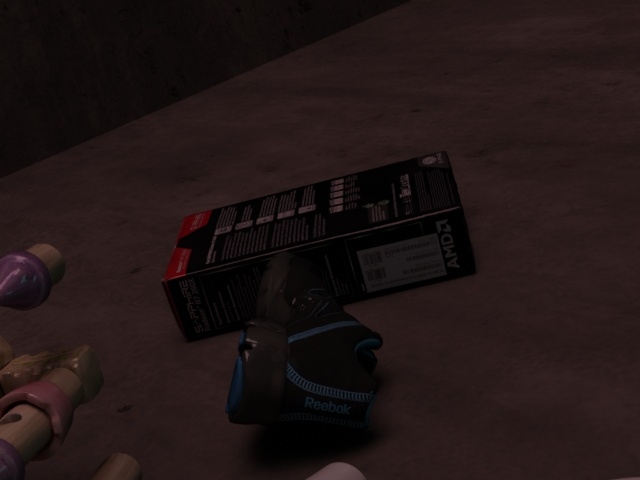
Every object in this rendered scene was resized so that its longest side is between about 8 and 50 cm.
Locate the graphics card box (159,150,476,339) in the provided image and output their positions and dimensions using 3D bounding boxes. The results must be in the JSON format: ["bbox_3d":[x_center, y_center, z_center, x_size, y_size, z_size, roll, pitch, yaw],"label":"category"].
[{"bbox_3d":[0.000,0.000,1.470,0.371,0.094,0.233,-15,20,6],"label":"graphics card box"}]

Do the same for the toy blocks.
[{"bbox_3d":[-0.354,0.165,0.991,0.289,0.308,0.260,-10,15,17],"label":"toy blocks"}]

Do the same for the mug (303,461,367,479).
[{"bbox_3d":[0.003,0.214,0.957,0.078,0.062,0.064,2,19,27],"label":"mug"}]

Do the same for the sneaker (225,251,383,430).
[{"bbox_3d":[-0.011,0.112,1.203,0.140,0.125,0.341,12,19,-2],"label":"sneaker"}]

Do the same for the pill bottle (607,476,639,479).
[{"bbox_3d":[0.125,0.251,0.360,0.188,0.333,0.188,-14,20,5],"label":"pill bottle"}]
